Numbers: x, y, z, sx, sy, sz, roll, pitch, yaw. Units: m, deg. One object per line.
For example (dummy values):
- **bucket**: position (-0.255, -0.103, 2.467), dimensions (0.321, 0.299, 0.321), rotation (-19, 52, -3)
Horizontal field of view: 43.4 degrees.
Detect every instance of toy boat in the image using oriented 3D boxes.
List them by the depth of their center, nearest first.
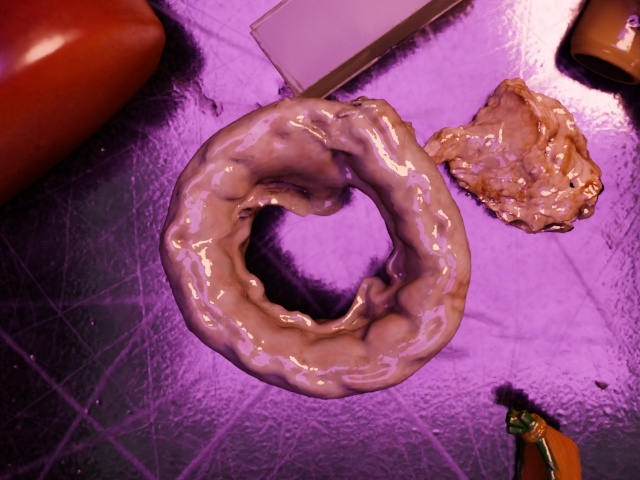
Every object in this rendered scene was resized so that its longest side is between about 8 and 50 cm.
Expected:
- **toy boat**: position (0.215, 0.286, 0.844), dimensions (0.088, 0.089, 0.229), rotation (6, 98, -9)

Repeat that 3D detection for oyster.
- **oyster**: position (0.199, -0.083, 0.809), dimensions (0.191, 0.081, 0.163), rotation (-10, 80, -5)

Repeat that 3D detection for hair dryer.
- **hair dryer**: position (0.398, -0.189, 0.800), dimensions (0.279, 0.090, 0.135), rotation (26, 96, -3)

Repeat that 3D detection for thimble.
- **thimble**: position (0.000, 0.000, 0.793), dimensions (0.292, 0.195, 0.291), rotation (0, 92, 1)

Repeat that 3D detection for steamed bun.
- **steamed bun**: position (-0.356, -0.166, 0.787), dimensions (0.379, 0.248, 0.235), rotation (-37, 89, 8)

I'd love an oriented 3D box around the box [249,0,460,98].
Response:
- **box**: position (0.050, -0.234, 0.801), dimensions (0.225, 0.129, 0.086), rotation (-35, 91, 7)
